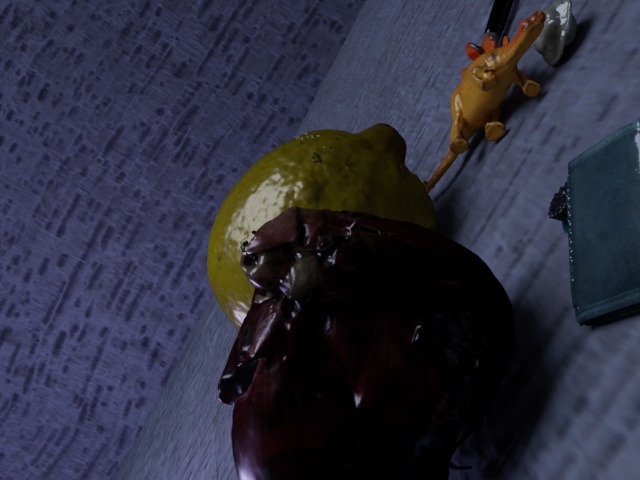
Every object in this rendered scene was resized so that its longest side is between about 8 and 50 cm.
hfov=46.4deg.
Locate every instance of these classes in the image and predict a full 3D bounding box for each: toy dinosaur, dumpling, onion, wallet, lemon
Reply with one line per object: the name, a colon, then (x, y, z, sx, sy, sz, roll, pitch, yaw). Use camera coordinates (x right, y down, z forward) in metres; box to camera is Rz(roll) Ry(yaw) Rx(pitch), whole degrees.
toy dinosaur: (0.185, -0.167, 0.886, 0.288, 0.070, 0.117, 118, 164, -53)
dumpling: (0.251, -0.219, 0.800, 0.077, 0.043, 0.059, -40, 47, 53)
onion: (0.029, 0.112, 0.596, 0.221, 0.281, 0.281, 14, 73, 36)
wallet: (0.207, -0.010, 0.521, 0.088, 0.026, 0.129, 139, 137, -61)
lemon: (0.000, 0.000, 0.899, 0.320, 0.245, 0.245, -54, 13, 8)

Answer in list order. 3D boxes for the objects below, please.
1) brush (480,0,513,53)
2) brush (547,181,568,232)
brush: (0.228, -0.266, 1.006, 0.042, 0.039, 0.299, -34, 32, 65)
brush: (0.238, -0.070, 0.556, 0.193, 0.032, 0.043, -52, 16, 46)
